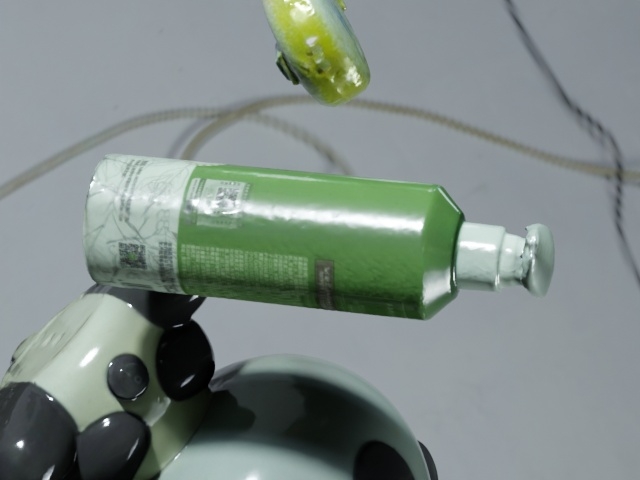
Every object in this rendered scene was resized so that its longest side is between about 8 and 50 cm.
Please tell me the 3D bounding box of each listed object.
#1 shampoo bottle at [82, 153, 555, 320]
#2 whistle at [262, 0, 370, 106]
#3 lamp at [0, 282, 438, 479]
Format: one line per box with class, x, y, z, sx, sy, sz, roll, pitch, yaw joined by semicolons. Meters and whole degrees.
shampoo bottle;0.000;0.000;0.724;0.204;0.065;0.065;6;73;14
whistle;-0.010;-0.164;1.215;0.057;0.198;0.104;-29;115;9
lamp;-0.052;0.130;0.852;0.244;0.197;0.198;48;65;-23
